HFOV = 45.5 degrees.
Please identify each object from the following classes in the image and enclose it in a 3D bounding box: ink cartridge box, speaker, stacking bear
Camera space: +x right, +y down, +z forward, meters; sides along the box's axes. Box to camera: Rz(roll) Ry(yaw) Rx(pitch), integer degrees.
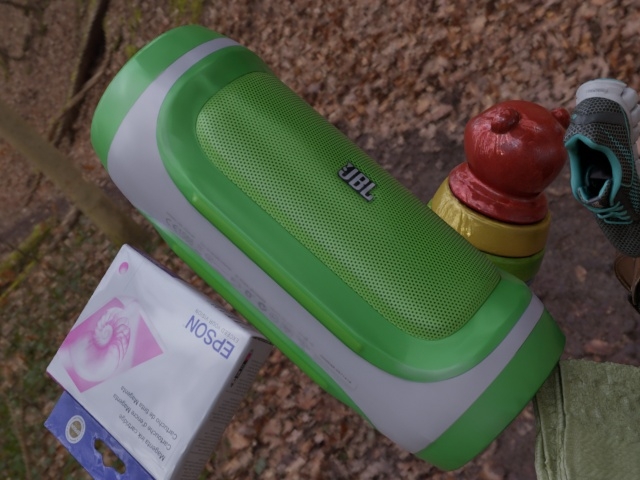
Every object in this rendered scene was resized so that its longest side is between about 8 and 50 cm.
[{"bbox_3d":[-0.270,0.213,1.131,0.324,0.071,0.330,28,86,36],"label":"ink cartridge box"},{"bbox_3d":[0.000,0.000,0.473,0.131,0.296,0.131,-47,-8,-9],"label":"speaker"},{"bbox_3d":[0.195,-0.030,0.895,0.164,0.175,0.289,-119,35,-47],"label":"stacking bear"}]

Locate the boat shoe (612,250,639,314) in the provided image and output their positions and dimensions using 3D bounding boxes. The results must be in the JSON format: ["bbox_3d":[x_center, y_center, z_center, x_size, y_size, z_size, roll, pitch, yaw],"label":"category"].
[{"bbox_3d":[0.337,0.038,0.720,0.104,0.111,0.307,-42,-4,-3],"label":"boat shoe"}]

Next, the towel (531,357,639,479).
[{"bbox_3d":[0.192,0.124,0.428,0.027,0.148,0.110,105,169,-68],"label":"towel"}]

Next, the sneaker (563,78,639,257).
[{"bbox_3d":[0.232,-0.044,0.622,0.065,0.166,0.076,0,39,44],"label":"sneaker"}]
